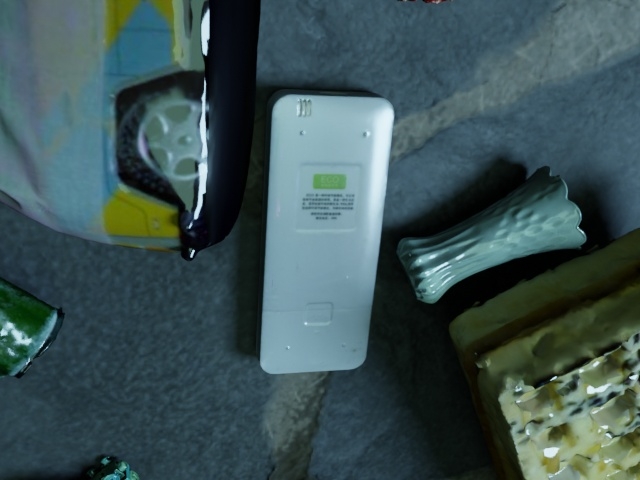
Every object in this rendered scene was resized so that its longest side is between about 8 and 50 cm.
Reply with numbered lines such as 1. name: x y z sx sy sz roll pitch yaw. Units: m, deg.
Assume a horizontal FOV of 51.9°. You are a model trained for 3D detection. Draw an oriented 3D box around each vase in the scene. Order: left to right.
1. vase: 0.142 0.001 0.572 0.149 0.081 0.081 -25 116 2

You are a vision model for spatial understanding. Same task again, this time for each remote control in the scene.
1. remote control: 0.000 0.000 0.558 0.103 0.034 0.250 -2 113 -13

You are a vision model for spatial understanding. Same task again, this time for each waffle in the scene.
1. waffle: 0.287 0.169 0.623 0.261 0.114 0.376 -24 126 0

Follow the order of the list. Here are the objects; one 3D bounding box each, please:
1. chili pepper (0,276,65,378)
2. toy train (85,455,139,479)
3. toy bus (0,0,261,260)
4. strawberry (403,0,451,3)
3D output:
1. chili pepper: -0.334 0.022 0.455 0.136 0.099 0.270 -29 125 27
2. toy train: -0.210 0.240 0.613 0.092 0.029 0.045 -39 123 3
3. toy bus: -0.123 -0.183 0.386 0.163 0.171 0.386 6 110 2
4. strawberry: 0.062 -0.230 0.443 0.131 0.148 0.131 -2 84 18
